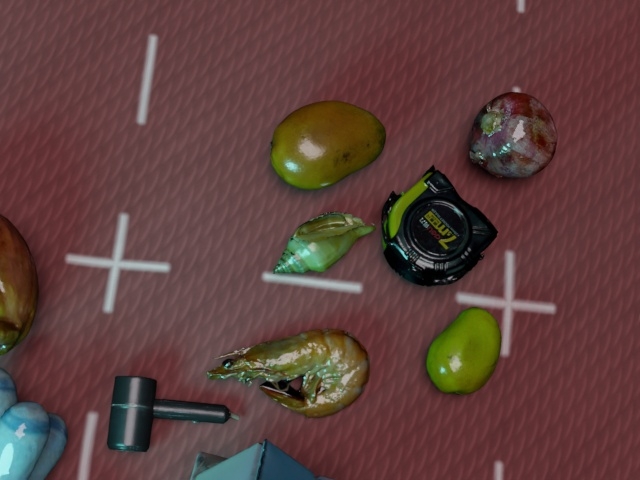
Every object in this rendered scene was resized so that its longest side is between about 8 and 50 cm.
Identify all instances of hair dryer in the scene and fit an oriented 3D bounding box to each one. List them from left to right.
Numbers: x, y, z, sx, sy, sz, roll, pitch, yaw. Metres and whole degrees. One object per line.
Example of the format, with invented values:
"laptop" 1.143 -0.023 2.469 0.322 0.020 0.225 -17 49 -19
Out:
"hair dryer" -0.246 0.299 1.627 0.219 0.071 0.124 6 77 -15

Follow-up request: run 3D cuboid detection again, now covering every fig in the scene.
"fig" -0.573 0.073 1.564 0.224 0.224 0.263 -25 84 -12

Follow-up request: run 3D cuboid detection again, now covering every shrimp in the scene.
"shrimp" -0.050 0.239 1.667 0.287 0.063 0.152 -9 89 -11

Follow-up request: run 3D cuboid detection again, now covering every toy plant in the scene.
"toy plant" -0.512 0.359 1.506 0.247 0.247 0.332 -4 70 -8

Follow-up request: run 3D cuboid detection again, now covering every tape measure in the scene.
"tape measure" 0.196 -0.012 1.731 0.186 0.112 0.199 -39 78 -21

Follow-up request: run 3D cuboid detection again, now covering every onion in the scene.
"onion" 0.375 -0.186 1.785 0.195 0.159 0.159 19 72 -36

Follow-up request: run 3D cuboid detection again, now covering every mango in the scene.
"mango" 0.011 -0.180 1.744 0.221 0.120 0.151 -30 85 -20
"mango" 0.260 0.199 1.695 0.163 0.089 0.117 -43 85 -15

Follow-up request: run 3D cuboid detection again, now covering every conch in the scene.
"conch" -0.001 0.004 1.720 0.095 0.079 0.201 42 57 17

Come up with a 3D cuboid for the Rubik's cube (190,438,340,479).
"Rubik's cube" -0.098 0.509 1.444 0.358 0.368 0.387 17 41 -3
